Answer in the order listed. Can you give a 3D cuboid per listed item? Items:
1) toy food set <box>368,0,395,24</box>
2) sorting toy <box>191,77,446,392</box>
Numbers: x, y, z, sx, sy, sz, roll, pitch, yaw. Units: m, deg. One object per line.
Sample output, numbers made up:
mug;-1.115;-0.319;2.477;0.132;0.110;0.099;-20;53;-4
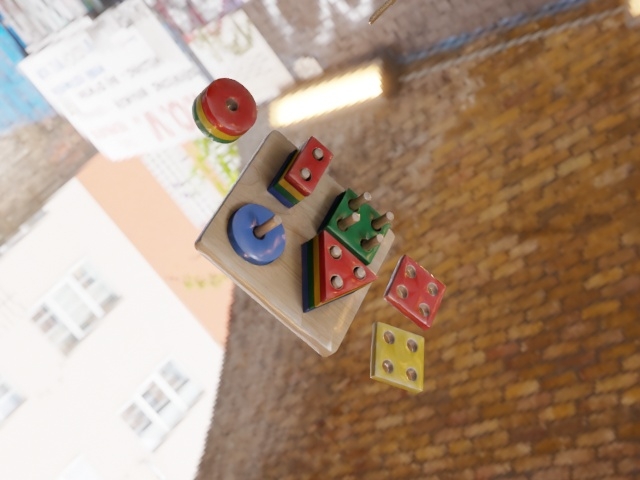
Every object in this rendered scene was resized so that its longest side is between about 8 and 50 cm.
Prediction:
toy food set;0.113;-0.418;1.750;0.132;0.039;0.192;-50;171;-45
sorting toy;0.000;0.000;0.893;0.046;0.274;0.132;-33;-159;48
